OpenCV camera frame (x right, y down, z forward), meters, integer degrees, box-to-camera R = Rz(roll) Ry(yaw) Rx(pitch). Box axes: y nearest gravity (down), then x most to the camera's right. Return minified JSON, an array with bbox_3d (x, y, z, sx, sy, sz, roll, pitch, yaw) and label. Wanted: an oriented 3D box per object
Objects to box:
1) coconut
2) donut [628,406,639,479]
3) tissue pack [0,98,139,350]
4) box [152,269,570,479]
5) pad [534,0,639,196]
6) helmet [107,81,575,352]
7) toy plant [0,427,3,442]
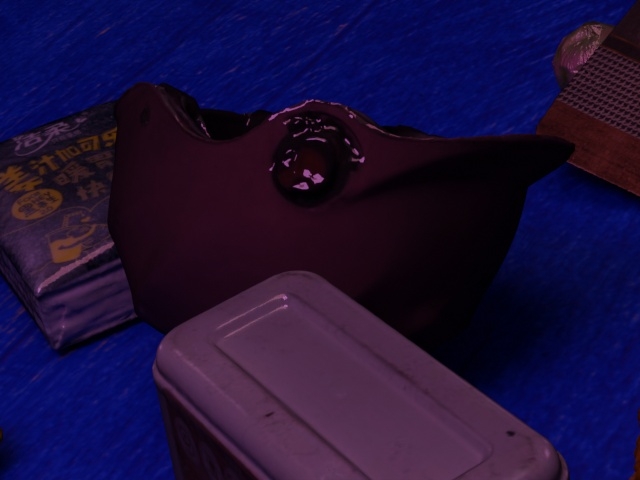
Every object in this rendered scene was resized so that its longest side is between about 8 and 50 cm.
[{"bbox_3d":[0.253,-0.163,1.419,0.083,0.081,0.082,9,43,34],"label":"coconut"},{"bbox_3d":[0.324,0.131,0.879,0.330,0.160,0.330,-11,25,5],"label":"donut"},{"bbox_3d":[-0.196,-0.024,1.341,0.185,0.081,0.257,-23,34,-19],"label":"tissue pack"},{"bbox_3d":[0.025,0.155,0.909,0.175,0.182,0.312,-27,35,-23],"label":"box"},{"bbox_3d":[0.243,-0.178,1.346,0.323,0.055,0.250,38,58,4],"label":"pad"},{"bbox_3d":[0.000,0.000,1.114,0.338,0.197,0.271,10,0,18],"label":"helmet"},{"bbox_3d":[-0.307,0.149,1.103,0.162,0.093,0.093,-18,33,-15],"label":"toy plant"}]
